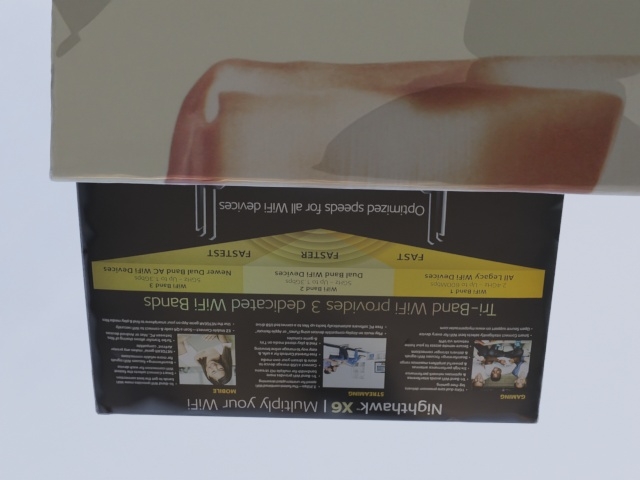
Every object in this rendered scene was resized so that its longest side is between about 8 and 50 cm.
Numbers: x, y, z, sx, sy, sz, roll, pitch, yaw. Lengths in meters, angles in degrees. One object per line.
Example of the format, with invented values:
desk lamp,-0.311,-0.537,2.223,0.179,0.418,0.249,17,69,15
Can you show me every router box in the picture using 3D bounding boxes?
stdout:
router box,0.000,0.000,0.963,0.308,0.243,0.081,2,-149,0

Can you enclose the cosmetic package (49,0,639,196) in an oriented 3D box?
cosmetic package,0.038,-0.091,0.629,0.296,0.153,0.129,2,-79,-4
